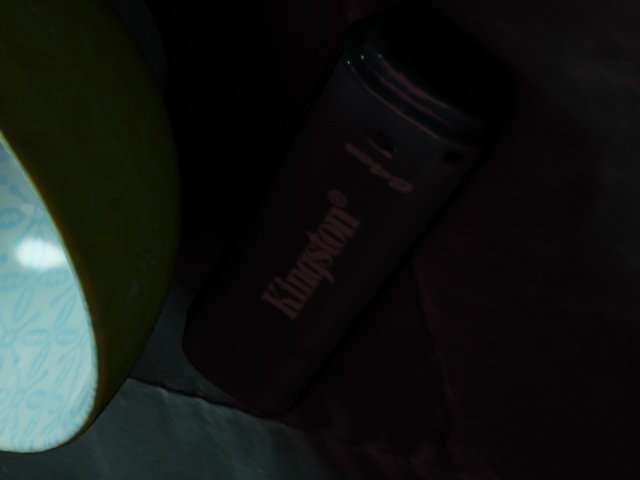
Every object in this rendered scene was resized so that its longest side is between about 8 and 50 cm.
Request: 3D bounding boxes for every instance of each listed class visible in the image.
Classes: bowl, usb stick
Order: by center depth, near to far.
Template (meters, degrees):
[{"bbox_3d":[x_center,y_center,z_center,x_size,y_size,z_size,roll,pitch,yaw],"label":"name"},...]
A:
[{"bbox_3d":[0.000,0.000,0.700,0.077,0.045,0.278,41,144,6],"label":"usb stick"},{"bbox_3d":[-0.162,-0.062,0.703,0.289,0.156,0.289,26,141,24],"label":"bowl"}]
